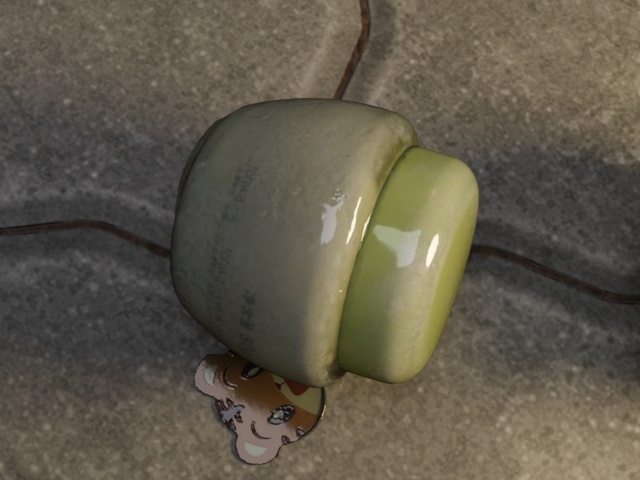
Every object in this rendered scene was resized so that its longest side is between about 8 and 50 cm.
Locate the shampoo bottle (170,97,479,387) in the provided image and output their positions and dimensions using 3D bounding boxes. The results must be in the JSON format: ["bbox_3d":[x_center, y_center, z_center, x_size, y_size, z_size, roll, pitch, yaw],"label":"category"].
[{"bbox_3d":[0.000,0.000,1.322,0.317,0.322,0.322,15,70,12],"label":"shampoo bottle"}]

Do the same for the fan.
[{"bbox_3d":[-0.029,0.162,1.428,0.226,0.008,0.152,-29,72,-10],"label":"fan"}]
